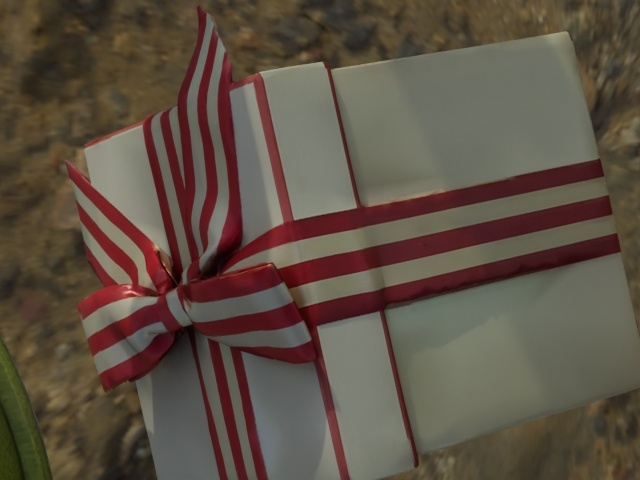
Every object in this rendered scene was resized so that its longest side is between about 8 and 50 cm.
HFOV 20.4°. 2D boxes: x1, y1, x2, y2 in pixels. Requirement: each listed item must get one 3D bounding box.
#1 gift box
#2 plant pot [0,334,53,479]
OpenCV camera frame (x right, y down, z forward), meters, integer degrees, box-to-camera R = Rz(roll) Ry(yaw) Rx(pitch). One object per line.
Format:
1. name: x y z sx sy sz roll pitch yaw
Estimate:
1. gift box: 0.000 0.000 1.065 0.258 0.255 0.276 -14 85 -33
2. plant pot: -0.307 0.139 0.538 0.367 0.353 0.366 1 97 10
